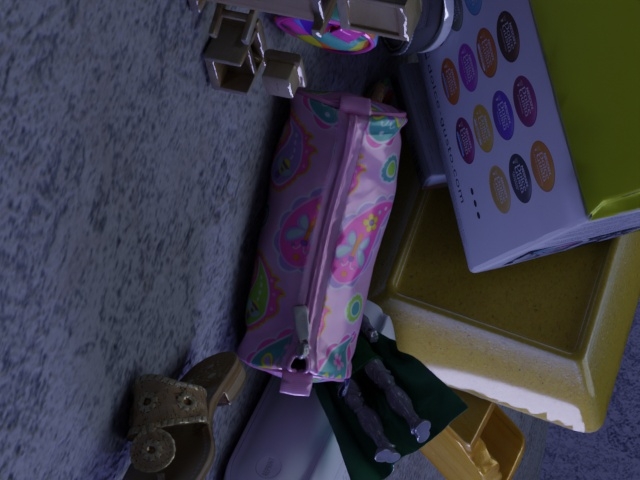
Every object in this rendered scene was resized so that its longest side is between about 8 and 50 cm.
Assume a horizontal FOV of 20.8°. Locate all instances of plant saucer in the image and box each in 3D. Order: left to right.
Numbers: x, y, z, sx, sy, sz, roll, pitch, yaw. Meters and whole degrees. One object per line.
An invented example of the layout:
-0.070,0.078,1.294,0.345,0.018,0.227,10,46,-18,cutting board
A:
0.211,0.011,1.988,0.081,0.333,0.333,100,10,-67,plant saucer

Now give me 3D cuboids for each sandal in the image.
-0.129,0.140,1.447,0.079,0.088,0.240,63,23,-18,sandal

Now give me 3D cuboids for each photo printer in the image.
-0.011,0.247,1.843,0.256,0.107,0.307,84,25,-46,photo printer

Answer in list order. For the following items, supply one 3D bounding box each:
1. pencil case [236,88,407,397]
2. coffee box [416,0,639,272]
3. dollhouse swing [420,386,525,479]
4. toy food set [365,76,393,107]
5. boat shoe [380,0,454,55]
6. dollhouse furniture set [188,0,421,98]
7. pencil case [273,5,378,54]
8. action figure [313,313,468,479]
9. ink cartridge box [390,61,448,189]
0.000,0.000,1.648,0.124,0.124,0.284,-6,110,-74,pencil case
0.320,-0.185,1.816,0.334,0.338,0.337,147,-70,-73,coffee box
0.219,0.117,2.183,0.305,0.315,0.347,-39,155,-10,dollhouse swing
0.063,-0.140,1.936,0.082,0.020,0.083,-36,137,-67,toy food set
0.080,-0.274,1.752,0.091,0.109,0.305,-27,160,-15,boat shoe
0.002,-0.186,1.378,0.161,0.182,0.101,79,29,-56,dollhouse furniture set
0.032,-0.287,1.555,0.104,0.104,0.236,35,69,-74,pencil case
0.029,0.120,1.742,0.137,0.232,0.063,-35,146,-1,action figure
0.182,-0.141,1.987,0.045,0.179,0.145,126,-47,-62,ink cartridge box
